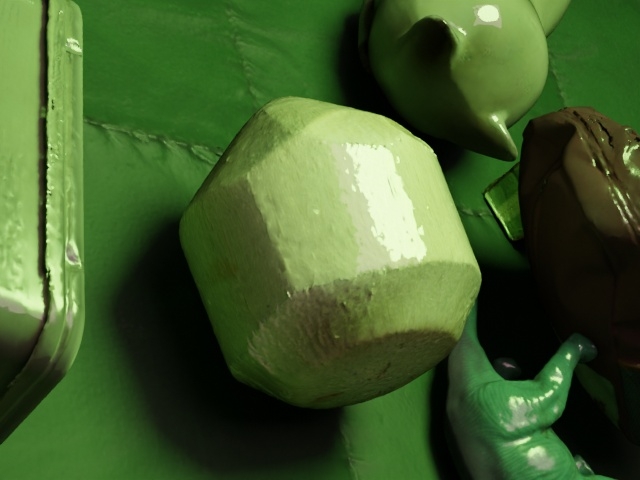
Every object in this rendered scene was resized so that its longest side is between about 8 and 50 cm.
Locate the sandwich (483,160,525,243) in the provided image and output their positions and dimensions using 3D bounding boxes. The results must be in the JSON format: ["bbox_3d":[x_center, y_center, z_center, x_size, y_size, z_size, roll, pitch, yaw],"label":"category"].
[{"bbox_3d":[0.250,-0.048,1.844,0.116,0.074,0.074,-9,65,-48],"label":"sandwich"}]

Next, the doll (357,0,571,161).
[{"bbox_3d":[0.166,-0.256,1.841,0.370,0.226,0.215,-57,133,-41],"label":"doll"}]

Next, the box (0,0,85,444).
[{"bbox_3d":[-0.353,-0.065,1.199,0.344,0.177,0.352,20,47,-30],"label":"box"}]

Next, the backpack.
[{"bbox_3d":[0.303,0.006,1.649,0.283,0.197,0.317,-116,-177,-50],"label":"backpack"}]

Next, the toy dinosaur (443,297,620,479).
[{"bbox_3d":[0.149,0.222,1.513,0.331,0.129,0.383,-30,79,-43],"label":"toy dinosaur"}]

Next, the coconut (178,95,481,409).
[{"bbox_3d":[0.000,0.000,1.428,0.237,0.237,0.266,6,57,-41],"label":"coconut"}]
